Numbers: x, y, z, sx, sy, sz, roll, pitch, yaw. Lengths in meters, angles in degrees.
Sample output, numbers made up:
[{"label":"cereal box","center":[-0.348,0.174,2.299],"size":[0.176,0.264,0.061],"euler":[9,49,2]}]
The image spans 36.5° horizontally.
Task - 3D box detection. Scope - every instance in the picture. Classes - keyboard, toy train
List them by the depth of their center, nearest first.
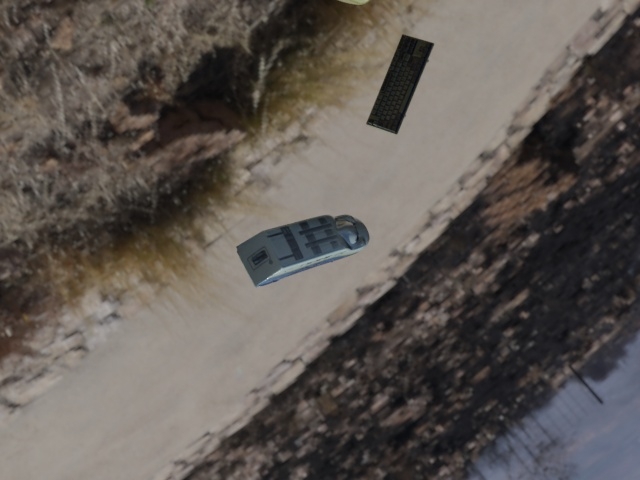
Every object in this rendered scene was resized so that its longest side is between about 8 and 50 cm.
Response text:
[{"label":"toy train","center":[0.000,0.000,1.096],"size":[0.051,0.052,0.234],"euler":[-31,171,35]},{"label":"keyboard","center":[0.104,-0.204,1.269],"size":[0.015,0.049,0.129],"euler":[21,92,-58]}]

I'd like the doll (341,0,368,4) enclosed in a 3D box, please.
[{"label":"doll","center":[0.022,-0.225,0.568],"size":[0.177,0.260,0.162],"euler":[15,100,-24]}]
